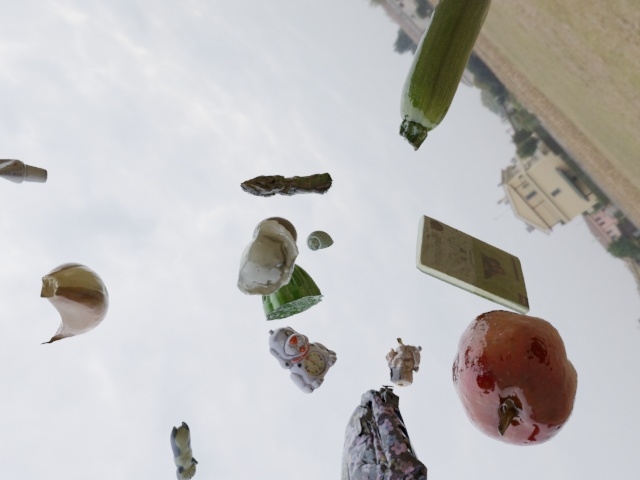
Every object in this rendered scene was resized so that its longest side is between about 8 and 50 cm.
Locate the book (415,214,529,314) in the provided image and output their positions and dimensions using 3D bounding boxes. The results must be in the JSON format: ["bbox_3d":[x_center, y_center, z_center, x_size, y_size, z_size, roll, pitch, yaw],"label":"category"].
[{"bbox_3d":[0.448,0.062,1.349,0.352,0.035,0.239,22,-138,-4],"label":"book"}]

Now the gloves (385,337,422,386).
[{"bbox_3d":[0.264,0.386,1.425,0.094,0.110,0.144,27,-105,-16],"label":"gloves"}]

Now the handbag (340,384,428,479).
[{"bbox_3d":[0.100,0.383,0.775,0.126,0.229,0.208,4,-160,-8],"label":"handbag"}]

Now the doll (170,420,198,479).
[{"bbox_3d":[-0.233,0.359,0.769,0.037,0.125,0.027,-20,-151,-38],"label":"doll"}]

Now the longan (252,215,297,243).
[{"bbox_3d":[-0.165,-0.006,1.640,0.167,0.167,0.187,43,173,-9],"label":"longan"}]

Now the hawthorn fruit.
[{"bbox_3d":[0.411,0.315,0.986,0.287,0.287,0.330,50,-150,5],"label":"hawthorn fruit"}]

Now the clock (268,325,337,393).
[{"bbox_3d":[-0.085,0.406,1.649,0.254,0.189,0.189,46,-153,-12],"label":"clock"}]

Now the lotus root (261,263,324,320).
[{"bbox_3d":[-0.102,0.125,1.328,0.186,0.186,0.186,35,-151,-23],"label":"lotus root"}]

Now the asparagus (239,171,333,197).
[{"bbox_3d":[-0.045,-0.080,0.652,0.165,0.036,0.030,-8,-120,-44],"label":"asparagus"}]

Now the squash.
[{"bbox_3d":[0.153,-0.233,0.557,0.069,0.258,0.069,22,168,5],"label":"squash"}]

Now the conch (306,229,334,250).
[{"bbox_3d":[-0.001,-0.003,1.336,0.085,0.076,0.057,-49,-45,-54],"label":"conch"}]

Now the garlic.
[{"bbox_3d":[-0.503,0.132,0.953,0.115,0.207,0.128,18,-141,-8],"label":"garlic"}]

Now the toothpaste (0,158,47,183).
[{"bbox_3d":[-0.869,-0.194,1.184,0.282,0.099,0.069,9,-101,-53],"label":"toothpaste"}]

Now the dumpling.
[{"bbox_3d":[-0.122,0.049,1.061,0.127,0.188,0.108,26,-179,-9],"label":"dumpling"}]
